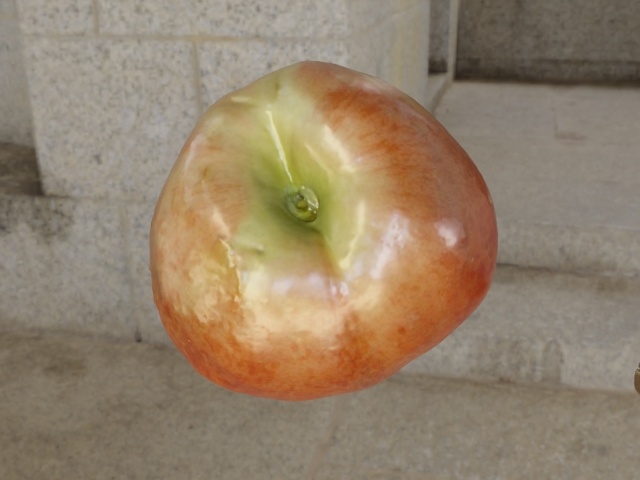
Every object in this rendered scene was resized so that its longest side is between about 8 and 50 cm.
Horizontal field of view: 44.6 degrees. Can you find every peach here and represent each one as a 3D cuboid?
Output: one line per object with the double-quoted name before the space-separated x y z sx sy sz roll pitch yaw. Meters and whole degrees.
"peach" 0.000 0.000 0.553 0.232 0.232 0.256 2 -16 8

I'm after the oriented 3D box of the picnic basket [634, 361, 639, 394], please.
"picnic basket" 0.345 0.090 0.637 0.193 0.110 0.055 0 28 -31
